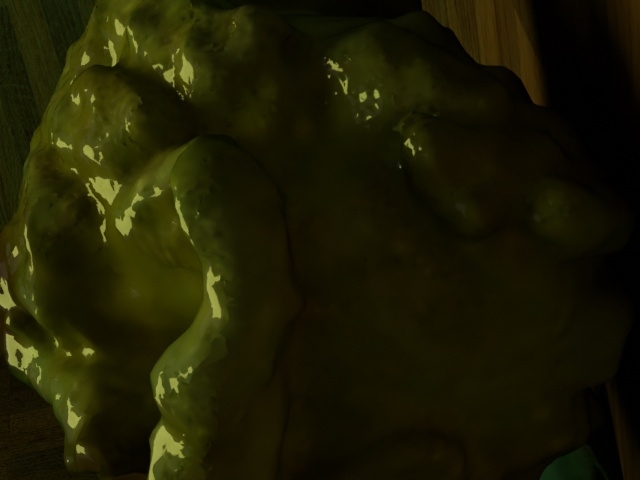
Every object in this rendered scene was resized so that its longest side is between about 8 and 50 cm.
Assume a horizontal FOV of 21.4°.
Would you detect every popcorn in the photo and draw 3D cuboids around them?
[{"bbox_3d":[-0.007,0.006,0.665,0.293,0.237,0.293,61,-179,-2],"label":"popcorn"}]

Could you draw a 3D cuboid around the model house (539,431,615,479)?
[{"bbox_3d":[0.066,0.182,0.910,0.241,0.226,0.261,-35,-62,-75],"label":"model house"}]
